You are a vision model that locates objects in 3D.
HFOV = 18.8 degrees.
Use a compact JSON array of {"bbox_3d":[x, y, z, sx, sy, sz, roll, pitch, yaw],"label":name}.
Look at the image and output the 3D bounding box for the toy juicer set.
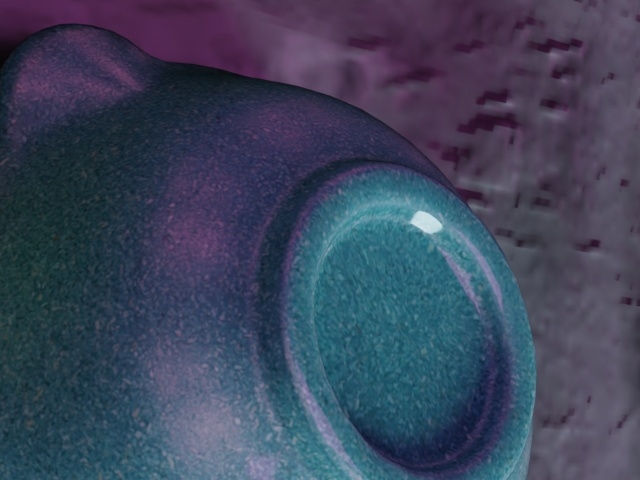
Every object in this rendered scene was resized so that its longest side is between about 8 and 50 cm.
[{"bbox_3d":[0.000,0.000,0.392,0.329,0.089,0.209,40,51,-26],"label":"toy juicer set"}]
